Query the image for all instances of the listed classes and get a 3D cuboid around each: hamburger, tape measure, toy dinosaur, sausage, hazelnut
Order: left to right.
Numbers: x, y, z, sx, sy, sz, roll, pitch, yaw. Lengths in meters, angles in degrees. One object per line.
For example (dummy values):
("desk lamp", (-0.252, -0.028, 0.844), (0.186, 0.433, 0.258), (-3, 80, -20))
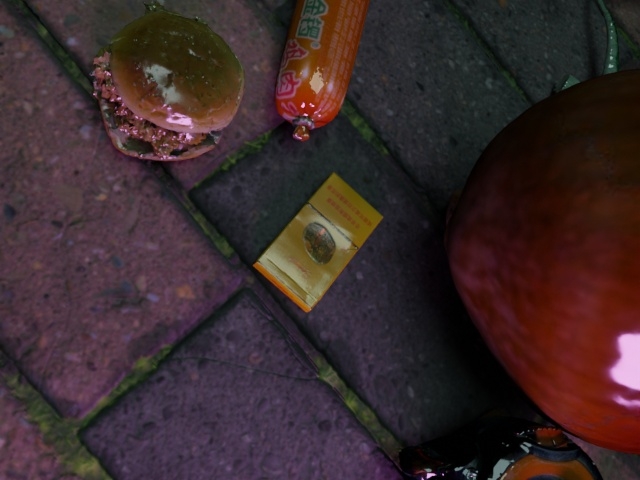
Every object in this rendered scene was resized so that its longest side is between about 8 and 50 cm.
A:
("hamburger", (-0.163, -0.179, 0.692), (0.159, 0.131, 0.185), (-12, 77, -26))
("sausage", (0.006, -0.264, 0.798), (0.093, 0.093, 0.312), (19, 71, -15))
("tape measure", (0.200, 0.294, 0.684), (0.222, 0.135, 0.202), (-11, 91, -18))
("toy dinosaur", (0.393, -0.223, 0.939), (0.129, 0.076, 0.383), (8, 81, -29))
("hazelnut", (0.324, 0.019, 0.685), (0.359, 0.409, 0.359), (1, 37, -1))

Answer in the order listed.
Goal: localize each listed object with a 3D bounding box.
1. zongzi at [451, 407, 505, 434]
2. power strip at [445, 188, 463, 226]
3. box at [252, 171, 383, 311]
("zongzi", (0.198, 0.254, 0.770), (0.076, 0.040, 0.083), (-23, 103, -17))
("power strip", (0.298, -0.039, 0.856), (0.305, 0.044, 0.064), (-3, 114, -17))
("box", (0.000, 0.000, 0.765), (0.087, 0.023, 0.155), (43, 66, -8))
